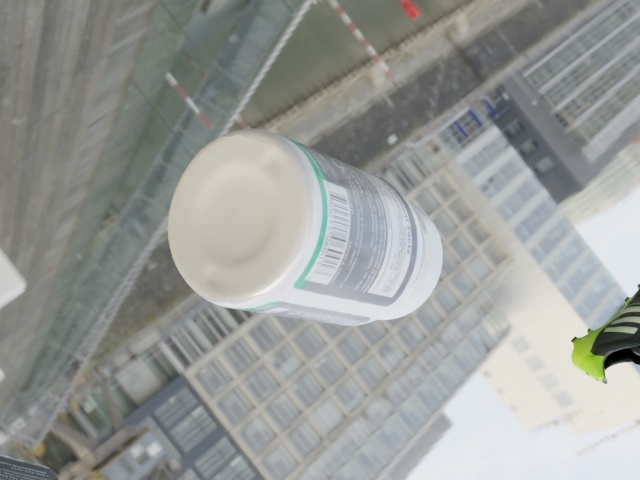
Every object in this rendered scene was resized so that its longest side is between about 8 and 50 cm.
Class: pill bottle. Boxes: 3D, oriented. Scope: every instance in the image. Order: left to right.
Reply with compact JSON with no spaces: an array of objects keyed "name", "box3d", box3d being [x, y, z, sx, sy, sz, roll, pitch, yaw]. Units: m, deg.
[{"name":"pill bottle","box3d":[0.000,0.000,1.192,0.204,0.204,0.361,-38,153,20]}]

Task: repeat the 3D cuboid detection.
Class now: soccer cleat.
[{"name":"soccer cleat","box3d":[0.391,0.110,1.187,0.179,0.072,0.060,-37,137,-8]}]

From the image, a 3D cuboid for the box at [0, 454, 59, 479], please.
[{"name":"box","box3d":[-0.363,0.424,0.981,0.395,0.212,0.293,24,-93,52]}]
